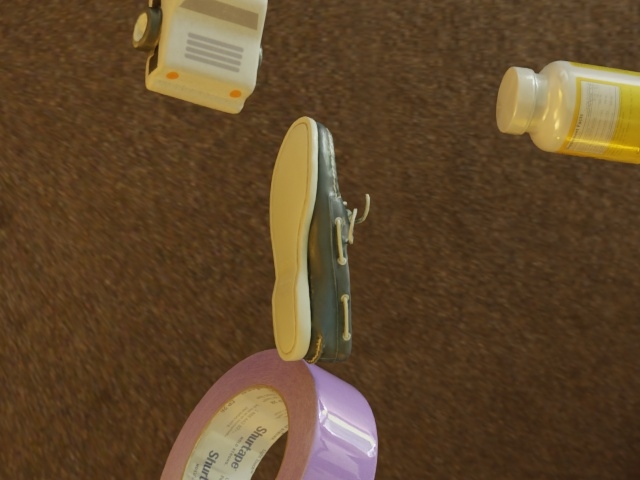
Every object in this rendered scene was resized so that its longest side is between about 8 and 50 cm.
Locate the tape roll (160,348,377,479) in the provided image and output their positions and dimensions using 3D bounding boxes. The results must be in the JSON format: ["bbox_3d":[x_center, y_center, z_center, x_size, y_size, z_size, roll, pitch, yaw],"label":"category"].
[{"bbox_3d":[-0.064,0.258,1.432,0.090,0.275,0.274,32,87,-30],"label":"tape roll"}]

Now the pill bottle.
[{"bbox_3d":[0.296,-0.146,1.492,0.184,0.103,0.103,7,95,-10],"label":"pill bottle"}]

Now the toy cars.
[{"bbox_3d":[-0.025,-0.260,1.086,0.176,0.087,0.393,48,51,-6],"label":"toy cars"}]

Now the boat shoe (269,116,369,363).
[{"bbox_3d":[0.000,0.000,1.373,0.079,0.095,0.254,5,75,-25],"label":"boat shoe"}]
